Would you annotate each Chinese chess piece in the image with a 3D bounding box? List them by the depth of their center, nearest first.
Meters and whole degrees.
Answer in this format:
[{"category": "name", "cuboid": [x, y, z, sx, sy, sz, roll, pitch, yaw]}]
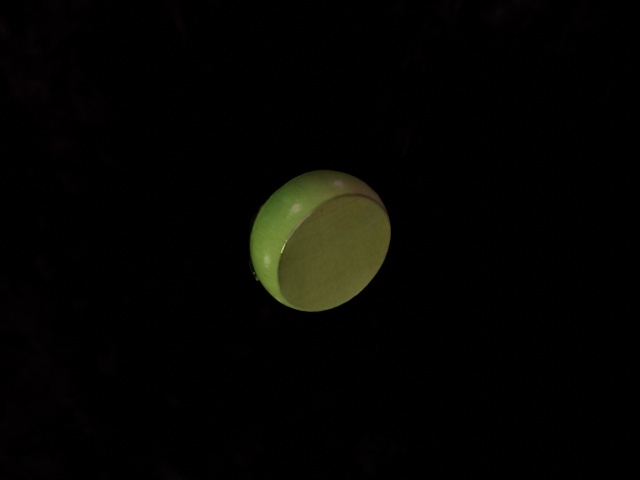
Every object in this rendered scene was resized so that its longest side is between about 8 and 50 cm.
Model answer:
[{"category": "Chinese chess piece", "cuboid": [0.000, 0.000, 0.711, 0.084, 0.034, 0.084, -19, 130, -24]}]
